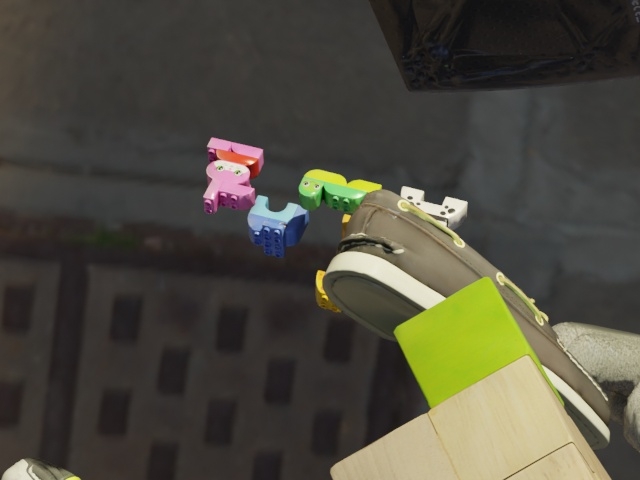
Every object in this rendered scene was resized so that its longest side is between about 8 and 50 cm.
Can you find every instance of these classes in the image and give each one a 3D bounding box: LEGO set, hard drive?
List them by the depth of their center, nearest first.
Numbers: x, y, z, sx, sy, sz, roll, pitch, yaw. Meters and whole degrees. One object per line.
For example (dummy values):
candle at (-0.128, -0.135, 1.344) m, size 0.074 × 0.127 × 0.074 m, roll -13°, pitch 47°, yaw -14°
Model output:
hard drive at (0.157, -0.175, 1.235) m, size 0.255 × 0.054 × 0.172 m, roll -5°, pitch 140°, yaw 22°
LEGO set at (0.000, 0.000, 1.596) m, size 0.227 × 0.093 × 0.087 m, roll 14°, pitch 140°, yaw 14°

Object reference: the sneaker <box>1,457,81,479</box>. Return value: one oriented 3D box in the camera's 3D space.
sneaker at (-0.180, 0.368, 1.668) m, size 0.147 × 0.145 × 0.384 m, roll -32°, pitch 95°, yaw -16°

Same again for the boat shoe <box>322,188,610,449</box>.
boat shoe at (0.103, 0.052, 1.173) m, size 0.228 × 0.081 × 0.068 m, roll 37°, pitch 59°, yaw -26°

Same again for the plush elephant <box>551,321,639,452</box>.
plush elephant at (0.318, 0.220, 1.461) m, size 0.330 × 0.272 × 0.255 m, roll 7°, pitch 96°, yaw -21°

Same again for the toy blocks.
toy blocks at (0.140, 0.235, 0.768) m, size 0.191 × 0.381 × 0.261 m, roll -31°, pitch 137°, yaw 6°
